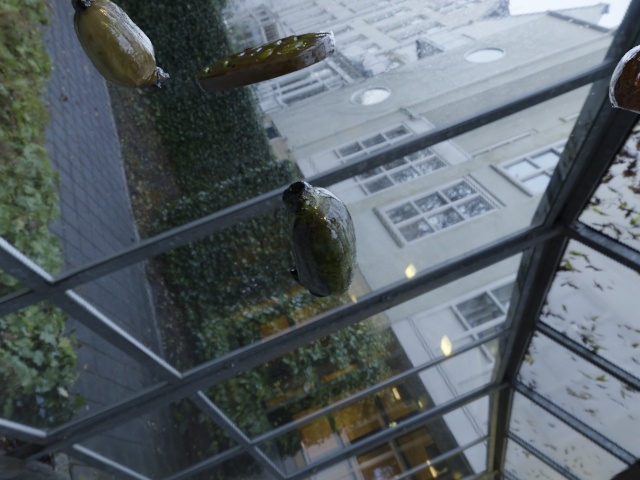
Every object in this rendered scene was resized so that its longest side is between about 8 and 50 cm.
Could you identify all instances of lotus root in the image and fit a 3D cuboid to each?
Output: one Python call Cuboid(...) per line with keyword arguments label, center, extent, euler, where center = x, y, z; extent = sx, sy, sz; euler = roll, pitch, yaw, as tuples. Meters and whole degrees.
Cuboid(label="lotus root", center=(0.000, 0.000, 0.977), extent=(0.309, 0.173, 0.173), euler=(78, -10, -49))
Cuboid(label="lotus root", center=(-0.472, -0.448, 1.079), extent=(0.155, 0.140, 0.257), euler=(63, 5, 39))

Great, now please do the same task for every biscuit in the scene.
Cuboid(label="biscuit", center=(-0.147, -0.498, 1.264), extent=(0.350, 0.393, 0.070), euler=(-69, 145, -55))

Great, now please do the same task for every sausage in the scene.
Cuboid(label="sausage", center=(0.526, -0.256, 0.757), extent=(0.094, 0.348, 0.097), euler=(33, -59, 21))
